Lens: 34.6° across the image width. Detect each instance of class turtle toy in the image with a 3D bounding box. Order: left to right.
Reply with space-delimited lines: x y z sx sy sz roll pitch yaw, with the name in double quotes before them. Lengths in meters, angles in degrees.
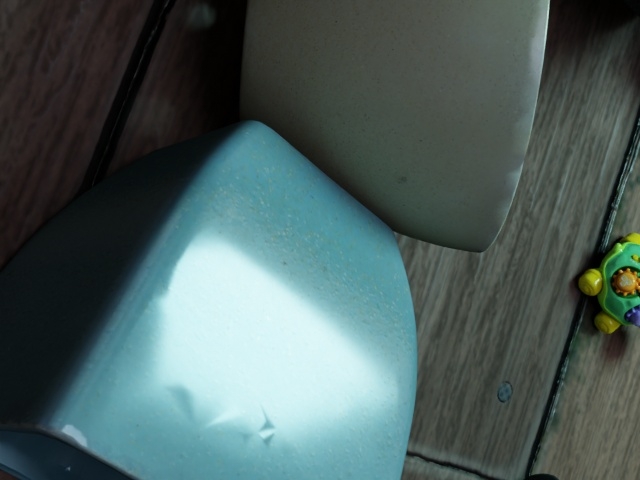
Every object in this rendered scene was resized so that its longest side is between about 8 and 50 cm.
"turtle toy" 0.330 0.058 1.060 0.095 0.066 0.130 -38 112 -25

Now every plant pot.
"plant pot" -0.080 0.065 0.698 0.248 0.247 0.252 38 63 -29
"plant pot" 0.040 -0.140 0.766 0.191 0.284 0.284 5 90 -1

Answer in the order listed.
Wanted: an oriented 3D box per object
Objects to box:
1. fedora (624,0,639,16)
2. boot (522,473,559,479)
"fedora" 0.370 -0.326 0.995 0.334 0.152 0.334 5 79 -25
"boot" 0.234 0.382 1.006 0.229 0.091 0.263 49 66 -25
